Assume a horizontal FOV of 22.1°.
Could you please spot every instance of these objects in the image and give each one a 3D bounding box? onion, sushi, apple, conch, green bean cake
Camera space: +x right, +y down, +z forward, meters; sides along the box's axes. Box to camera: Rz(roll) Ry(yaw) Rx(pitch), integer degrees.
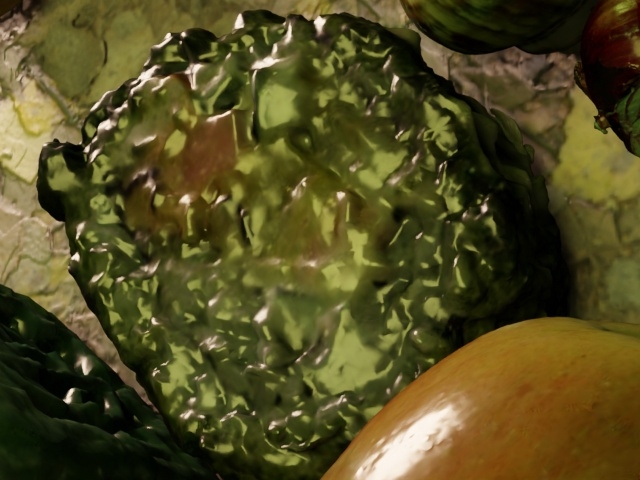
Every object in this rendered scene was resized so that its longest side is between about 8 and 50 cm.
[{"bbox_3d":[0.216,-0.116,1.047,0.118,0.117,0.119,-10,50,12],"label":"onion"},{"bbox_3d":[0.000,0.000,1.108,0.294,0.178,0.352,-45,59,11],"label":"sushi"},{"bbox_3d":[0.155,0.192,0.859,0.338,0.338,0.305,42,101,34],"label":"apple"},{"bbox_3d":[0.135,-0.186,1.065,0.187,0.181,0.124,-14,79,39],"label":"conch"},{"bbox_3d":[-0.245,0.140,1.140,0.300,0.308,0.169,36,94,33],"label":"green bean cake"}]

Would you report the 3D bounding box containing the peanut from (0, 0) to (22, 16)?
[{"bbox_3d":[-0.282,-0.278,1.399,0.129,0.129,0.224,27,93,35],"label":"peanut"}]
